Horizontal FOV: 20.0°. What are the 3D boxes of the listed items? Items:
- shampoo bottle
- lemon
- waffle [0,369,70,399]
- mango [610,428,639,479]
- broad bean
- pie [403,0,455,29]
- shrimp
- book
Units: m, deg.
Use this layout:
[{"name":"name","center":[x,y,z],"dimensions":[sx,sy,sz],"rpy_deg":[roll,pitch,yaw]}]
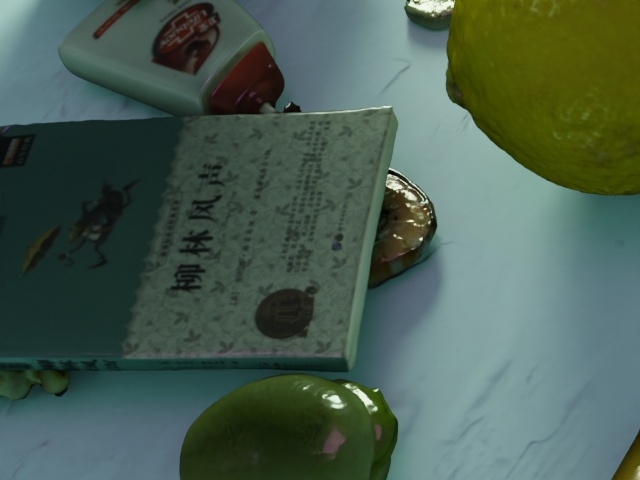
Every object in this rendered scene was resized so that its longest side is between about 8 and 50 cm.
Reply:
[{"name":"shampoo bottle","center":[-0.110,-0.158,1.697],"dimensions":[0.153,0.071,0.284],"rpy_deg":[-41,48,-14]},{"name":"lemon","center":[0.240,-0.170,1.430],"dimensions":[0.293,0.293,0.293],"rpy_deg":[-12,49,13]},{"name":"waffle","center":[-0.263,0.051,1.598],"dimensions":[0.204,0.054,0.223],"rpy_deg":[5,53,25]},{"name":"mango","center":[0.258,0.218,1.208],"dimensions":[0.176,0.119,0.317],"rpy_deg":[-8,41,20]},{"name":"broad bean","center":[-0.024,0.156,1.392],"dimensions":[0.174,0.082,0.124],"rpy_deg":[1,52,23]},{"name":"pie","center":[0.116,-0.231,1.701],"dimensions":[0.084,0.020,0.084],"rpy_deg":[-12,50,15]},{"name":"shrimp","center":[-0.001,-0.002,1.546],"dimensions":[0.195,0.035,0.148],"rpy_deg":[-26,48,-4]},{"name":"book","center":[-0.134,-0.001,1.540],"dimensions":[0.379,0.031,0.264],"rpy_deg":[-1,53,17]}]
